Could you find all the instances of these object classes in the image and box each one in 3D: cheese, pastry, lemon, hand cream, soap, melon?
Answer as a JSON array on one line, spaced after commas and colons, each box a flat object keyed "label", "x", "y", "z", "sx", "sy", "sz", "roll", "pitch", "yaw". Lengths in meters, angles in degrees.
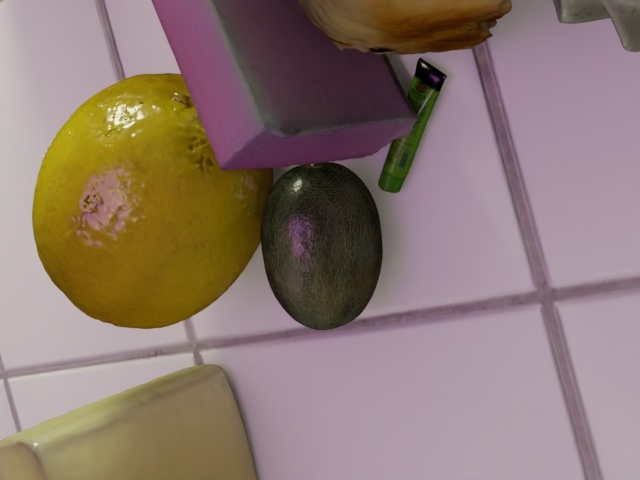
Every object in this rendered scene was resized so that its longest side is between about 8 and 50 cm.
[{"label": "cheese", "x": -0.196, "y": 0.286, "z": 1.118, "sx": 0.124, "sy": 0.265, "sz": 0.243, "roll": -4, "pitch": 99, "yaw": 43}, {"label": "pastry", "x": 0.038, "y": -0.251, "z": 0.741, "sx": 0.256, "sy": 0.170, "sz": 0.237, "roll": 130, "pitch": 125, "yaw": -88}, {"label": "lemon", "x": -0.167, "y": -0.039, "z": 1.022, "sx": 0.236, "sy": 0.236, "sz": 0.263, "roll": 20, "pitch": 97, "yaw": 40}, {"label": "hand cream", "x": 0.079, "y": -0.099, "z": 0.904, "sx": 0.036, "sy": 0.023, "sz": 0.122, "roll": 44, "pitch": 128, "yaw": 38}, {"label": "soap", "x": -0.044, "y": -0.188, "z": 0.874, "sx": 0.081, "sy": 0.181, "sz": 0.259, "roll": -37, "pitch": 72, "yaw": 45}, {"label": "melon", "x": 0.000, "y": 0.000, "z": 0.947, "sx": 0.114, "sy": 0.114, "sz": 0.167, "roll": 7, "pitch": 109, "yaw": 44}]

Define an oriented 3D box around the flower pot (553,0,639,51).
[{"label": "flower pot", "x": 0.217, "y": -0.312, "z": 0.604, "sx": 0.254, "sy": 0.164, "sz": 0.368, "roll": -21, "pitch": 82, "yaw": 59}]
